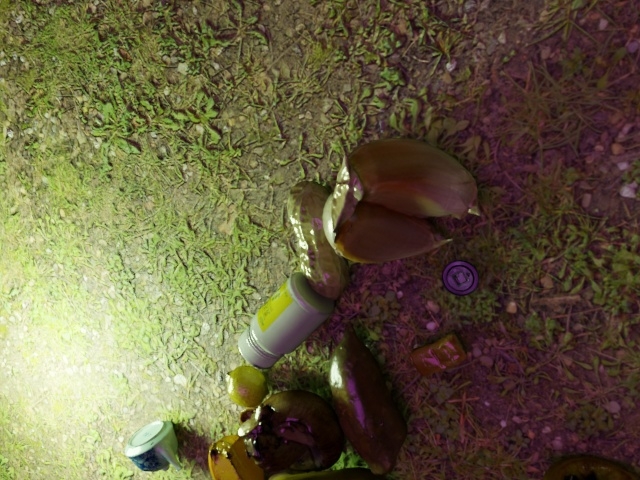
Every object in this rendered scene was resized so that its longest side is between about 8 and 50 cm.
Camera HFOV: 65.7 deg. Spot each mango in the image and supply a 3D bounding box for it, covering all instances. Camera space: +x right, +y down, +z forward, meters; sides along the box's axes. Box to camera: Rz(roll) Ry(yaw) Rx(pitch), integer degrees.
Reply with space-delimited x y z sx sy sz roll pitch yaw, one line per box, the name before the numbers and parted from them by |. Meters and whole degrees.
mango | 0.025 0.652 1.259 0.332 0.142 0.195 5 149 -7
mango | -0.237 0.694 1.449 0.154 0.126 0.252 -20 93 34

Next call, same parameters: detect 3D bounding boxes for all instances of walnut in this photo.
walnut | -0.174 0.499 1.421 0.121 0.052 0.091 -15 112 23

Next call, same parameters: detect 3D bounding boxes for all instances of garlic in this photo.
garlic | 0.156 -0.082 1.066 0.249 0.313 0.286 -163 76 -67

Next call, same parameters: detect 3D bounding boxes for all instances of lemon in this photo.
lemon | -0.207 0.408 1.390 0.133 0.109 0.109 26 111 2

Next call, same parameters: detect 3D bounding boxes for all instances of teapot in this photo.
teapot | -0.521 0.667 1.569 0.232 0.159 0.159 -11 96 46

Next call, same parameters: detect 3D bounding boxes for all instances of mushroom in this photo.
mushroom | -0.075 0.486 1.267 0.263 0.283 0.195 -22 57 32

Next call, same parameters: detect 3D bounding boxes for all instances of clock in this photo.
clock | 0.320 0.086 1.134 0.085 0.017 0.085 5 103 23

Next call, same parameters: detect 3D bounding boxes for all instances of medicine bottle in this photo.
medicine bottle | -0.092 0.211 1.278 0.143 0.143 0.258 46 115 10

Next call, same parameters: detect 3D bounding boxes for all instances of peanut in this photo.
peanut | 0.000 0.000 1.201 0.120 0.136 0.298 -15 96 -13

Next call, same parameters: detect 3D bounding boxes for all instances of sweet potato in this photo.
sweet potato | 0.103 0.390 1.223 0.158 0.158 0.369 -23 92 27

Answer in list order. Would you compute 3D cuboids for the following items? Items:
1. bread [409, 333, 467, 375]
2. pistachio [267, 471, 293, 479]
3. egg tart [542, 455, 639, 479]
bread | 0.278 0.271 1.170 0.132 0.053 0.074 -29 87 28
pistachio | -0.086 0.788 1.340 0.187 0.187 0.299 -33 46 26
egg tart | 0.573 0.568 1.025 0.215 0.215 0.170 -2 115 25
